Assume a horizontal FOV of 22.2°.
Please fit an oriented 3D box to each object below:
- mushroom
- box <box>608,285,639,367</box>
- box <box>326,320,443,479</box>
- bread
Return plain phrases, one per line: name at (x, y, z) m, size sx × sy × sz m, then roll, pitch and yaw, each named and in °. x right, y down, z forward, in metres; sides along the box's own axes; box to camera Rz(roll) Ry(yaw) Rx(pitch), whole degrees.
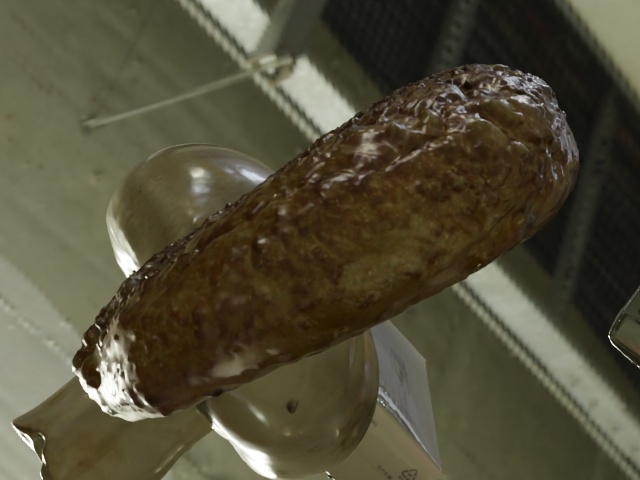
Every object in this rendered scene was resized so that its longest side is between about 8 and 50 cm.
mushroom at (-0.111, 0.082, 1.286) m, size 0.290 × 0.292 × 0.292 m, roll -30°, pitch -72°, yaw -7°
box at (0.255, 0.028, 0.942) m, size 0.115 × 0.036 × 0.177 m, roll 37°, pitch -126°, yaw 11°
box at (0.025, 0.151, 1.761) m, size 0.203 × 0.106 × 0.252 m, roll 46°, pitch -165°, yaw -19°
bread at (0.000, 0.000, 0.540) m, size 0.193 × 0.193 × 0.064 m, roll -31°, pitch -88°, yaw -47°
